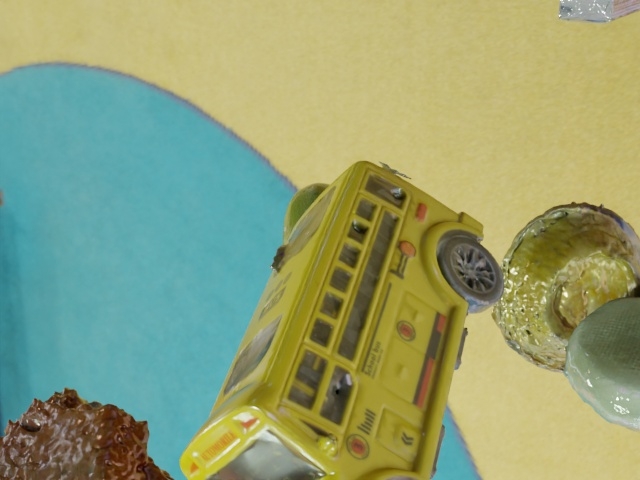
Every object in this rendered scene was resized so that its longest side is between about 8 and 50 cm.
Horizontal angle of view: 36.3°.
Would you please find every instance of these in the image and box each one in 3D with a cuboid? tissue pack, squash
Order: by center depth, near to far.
[{"bbox_3d":[0.000,0.000,1.091,0.188,0.095,0.095,-98,17,-60],"label":"squash"},{"bbox_3d":[0.530,-0.447,1.828,0.109,0.148,0.060,16,120,40],"label":"tissue pack"}]

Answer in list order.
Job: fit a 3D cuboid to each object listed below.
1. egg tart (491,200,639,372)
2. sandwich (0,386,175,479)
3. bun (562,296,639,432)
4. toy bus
[{"bbox_3d":[0.498,0.100,1.875,0.132,0.345,0.345,-134,33,-77],"label":"egg tart"},{"bbox_3d":[-0.196,0.229,0.764,0.292,0.109,0.212,7,76,38],"label":"sandwich"},{"bbox_3d":[0.569,0.237,1.704,0.283,0.283,0.179,17,135,38],"label":"bun"},{"bbox_3d":[0.012,0.102,0.668,0.152,0.330,0.144,34,135,-12],"label":"toy bus"}]
